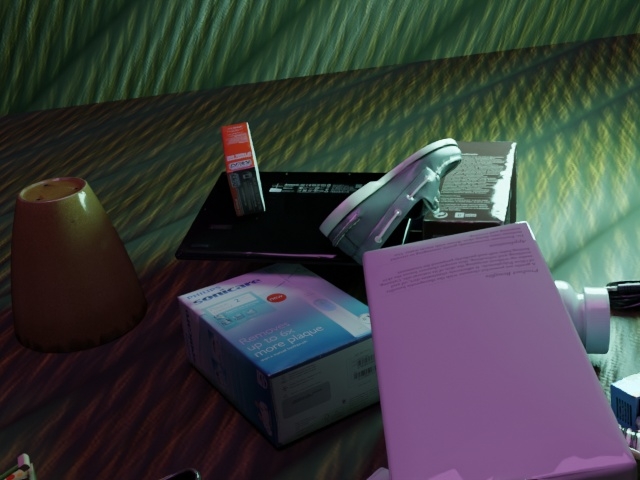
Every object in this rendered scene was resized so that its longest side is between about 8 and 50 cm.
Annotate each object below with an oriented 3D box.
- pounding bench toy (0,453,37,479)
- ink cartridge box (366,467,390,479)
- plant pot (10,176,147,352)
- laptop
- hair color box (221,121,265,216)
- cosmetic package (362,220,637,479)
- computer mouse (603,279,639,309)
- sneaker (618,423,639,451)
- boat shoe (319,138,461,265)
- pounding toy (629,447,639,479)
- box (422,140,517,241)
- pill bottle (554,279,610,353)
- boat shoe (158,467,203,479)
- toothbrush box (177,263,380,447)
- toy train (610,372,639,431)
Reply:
[{"bbox_3d":[-0.396,0.314,1.113,0.065,0.083,0.052,-12,26,-16],"label":"pounding bench toy"},{"bbox_3d":[0.125,0.341,0.857,0.217,0.159,0.092,17,36,40],"label":"ink cartridge box"},{"bbox_3d":[-0.443,0.026,1.542,0.237,0.254,0.237,-4,24,2],"label":"plant pot"},{"bbox_3d":[0.000,0.000,1.615,0.381,0.236,0.408,1,36,15],"label":"laptop"},{"bbox_3d":[-0.137,-0.127,1.539,0.053,0.093,0.167,-12,34,-3],"label":"hair color box"},{"bbox_3d":[0.155,0.148,0.850,0.196,0.155,0.366,-10,33,6],"label":"cosmetic package"},{"bbox_3d":[0.545,0.120,1.346,0.188,0.072,0.272,0,25,10],"label":"computer mouse"},{"bbox_3d":[0.386,0.259,1.096,0.074,0.063,0.170,-16,32,-20],"label":"sneaker"},{"bbox_3d":[0.135,-0.062,1.405,0.319,0.116,0.099,-33,77,-37],"label":"boat shoe"},{"bbox_3d":[0.336,0.305,0.897,0.154,0.154,0.269,18,34,41],"label":"pounding toy"},{"bbox_3d":[0.279,-0.029,1.585,0.143,0.191,0.381,1,27,14],"label":"box"},{"bbox_3d":[0.321,0.120,1.334,0.221,0.121,0.121,0,26,12],"label":"pill bottle"},{"bbox_3d":[-0.231,0.346,1.028,0.227,0.069,0.081,-26,32,-37],"label":"boat shoe"},{"bbox_3d":[-0.054,0.156,1.332,0.216,0.126,0.295,-18,26,-27],"label":"toothbrush box"},{"bbox_3d":[0.479,0.210,1.164,0.184,0.080,0.105,-15,21,-19],"label":"toy train"}]
